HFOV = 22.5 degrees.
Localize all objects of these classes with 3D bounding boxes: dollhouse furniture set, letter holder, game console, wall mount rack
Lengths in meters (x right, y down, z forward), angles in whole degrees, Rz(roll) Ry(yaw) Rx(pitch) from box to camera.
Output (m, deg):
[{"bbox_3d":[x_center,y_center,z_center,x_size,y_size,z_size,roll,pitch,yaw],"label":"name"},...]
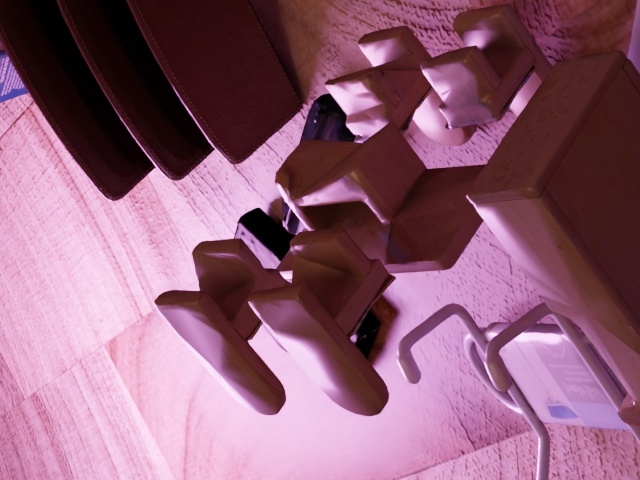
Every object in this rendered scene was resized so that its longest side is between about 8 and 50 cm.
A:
[{"bbox_3d":[0.136,0.007,1.383,0.394,0.362,0.256,-5,131,50],"label":"dollhouse furniture set"},{"bbox_3d":[-0.193,-0.205,1.704,0.152,0.214,0.302,8,134,48],"label":"letter holder"},{"bbox_3d":[0.000,0.000,1.807,0.213,0.044,0.361,43,140,23],"label":"game console"},{"bbox_3d":[0.219,0.200,1.534,0.304,0.130,0.350,56,161,-9],"label":"wall mount rack"}]

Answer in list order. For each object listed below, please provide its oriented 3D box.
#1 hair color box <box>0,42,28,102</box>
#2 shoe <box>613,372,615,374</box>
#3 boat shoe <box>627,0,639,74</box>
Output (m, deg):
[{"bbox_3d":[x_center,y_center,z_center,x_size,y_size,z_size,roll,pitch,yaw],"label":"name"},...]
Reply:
[{"bbox_3d":[-0.380,-0.256,1.855,0.174,0.347,0.105,50,142,19],"label":"hair color box"},{"bbox_3d":[0.315,0.085,1.436,0.219,0.076,0.058,-15,106,56],"label":"shoe"},{"bbox_3d":[0.306,-0.210,1.235,0.105,0.113,0.306,29,135,29],"label":"boat shoe"}]
